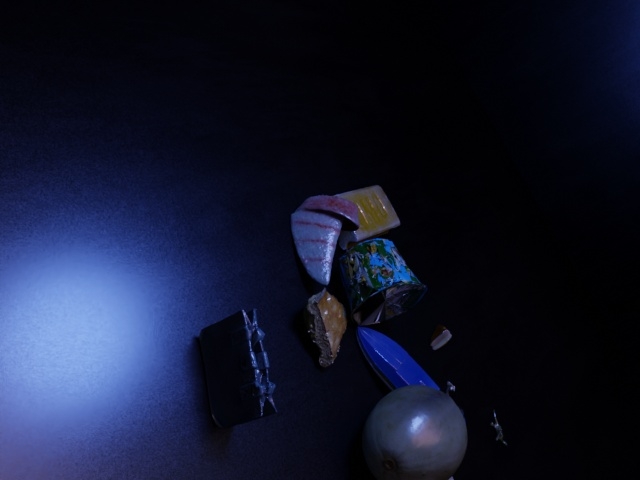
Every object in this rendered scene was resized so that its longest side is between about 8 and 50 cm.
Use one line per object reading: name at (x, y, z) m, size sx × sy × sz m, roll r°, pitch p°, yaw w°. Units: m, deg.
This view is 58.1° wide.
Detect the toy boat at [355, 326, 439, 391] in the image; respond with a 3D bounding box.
toy boat at (0.208, 0.363, 1.681) m, size 0.295 × 0.088 × 0.129 m, roll 47°, pitch 39°, yaw 3°

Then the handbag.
handbag at (-0.177, 0.276, 1.242) m, size 0.062 × 0.179 × 0.229 m, roll 6°, pitch 63°, yaw -45°

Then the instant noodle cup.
instant noodle cup at (0.164, 0.115, 1.679) m, size 0.240 × 0.240 × 0.178 m, roll 12°, pitch 46°, yaw -43°

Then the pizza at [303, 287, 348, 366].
pizza at (0.009, 0.214, 1.574) m, size 0.204 × 0.081 × 0.188 m, roll -51°, pitch 128°, yaw -60°

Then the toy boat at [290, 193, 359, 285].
toy boat at (0.000, 0.000, 1.664) m, size 0.206 × 0.096 × 0.282 m, roll 10°, pitch 62°, yaw 5°

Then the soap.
soap at (0.135, -0.080, 1.888) m, size 0.274 × 0.089 × 0.173 m, roll -20°, pitch 79°, yaw -52°

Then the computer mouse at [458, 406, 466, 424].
computer mouse at (0.419, 0.561, 1.795) m, size 0.135 × 0.047 × 0.079 m, roll -3°, pitch 79°, yaw -60°

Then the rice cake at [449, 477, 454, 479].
rice cake at (0.377, 0.752, 1.617) m, size 0.057 × 0.052 × 0.256 m, roll -14°, pitch 76°, yaw -47°

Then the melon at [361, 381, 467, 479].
melon at (0.240, 0.504, 1.479) m, size 0.308 × 0.272 × 0.271 m, roll 14°, pitch 55°, yaw -38°

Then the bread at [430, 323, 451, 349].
bread at (0.410, 0.320, 1.937) m, size 0.043 × 0.062 × 0.109 m, roll 51°, pitch 42°, yaw -10°

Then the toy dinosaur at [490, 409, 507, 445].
toy dinosaur at (0.607, 0.640, 1.966) m, size 0.060 × 0.029 × 0.119 m, roll 34°, pitch 36°, yaw -50°
